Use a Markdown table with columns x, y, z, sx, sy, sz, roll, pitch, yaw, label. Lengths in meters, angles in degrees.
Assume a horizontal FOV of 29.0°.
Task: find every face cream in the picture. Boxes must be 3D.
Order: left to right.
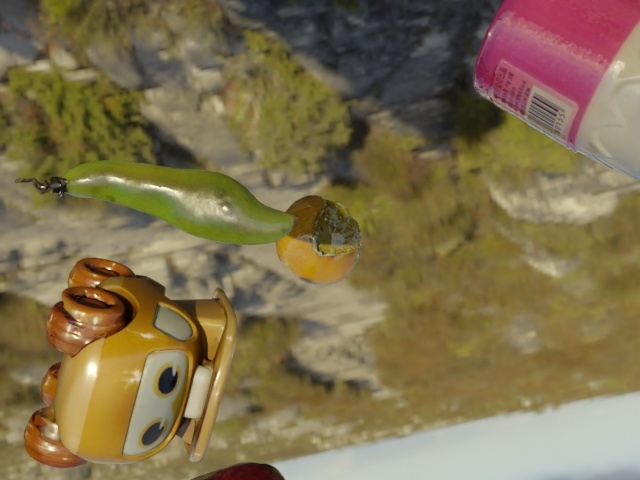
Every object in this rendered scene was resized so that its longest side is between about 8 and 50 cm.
| x | y | z | sx | sy | sz | roll | pitch | yaw | label |
| --- | --- | --- | --- | --- | --- | --- | --- | --- | --- |
| 0.276 | -0.175 | 1.221 | 0.175 | 0.195 | 0.175 | -49 | 162 | -23 | face cream |

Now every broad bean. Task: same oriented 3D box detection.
| x | y | z | sx | sy | sz | roll | pitch | yaw | label |
| --- | --- | --- | --- | --- | --- | --- | --- | --- | --- |
| -0.186 | -0.051 | 1.454 | 0.325 | 0.075 | 0.067 | 10 | 146 | 2 | broad bean |

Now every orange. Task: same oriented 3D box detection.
| x | y | z | sx | sy | sz | roll | pitch | yaw | label |
| --- | --- | --- | --- | --- | --- | --- | --- | --- | --- |
| 0.000 | 0.000 | 2.086 | 0.156 | 0.157 | 0.134 | -11 | -178 | -13 | orange |

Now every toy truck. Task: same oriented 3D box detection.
| x | y | z | sx | sy | sz | roll | pitch | yaw | label |
| --- | --- | --- | --- | --- | --- | --- | --- | --- | --- |
| -0.221 | 0.145 | 1.459 | 0.211 | 0.204 | 0.288 | 13 | -165 | -9 | toy truck |

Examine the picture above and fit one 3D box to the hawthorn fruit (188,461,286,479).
| x | y | z | sx | sy | sz | roll | pitch | yaw | label |
| --- | --- | --- | --- | --- | --- | --- | --- | --- | --- |
| -0.139 | 0.501 | 2.096 | 0.265 | 0.265 | 0.307 | -18 | -174 | 26 | hawthorn fruit |
